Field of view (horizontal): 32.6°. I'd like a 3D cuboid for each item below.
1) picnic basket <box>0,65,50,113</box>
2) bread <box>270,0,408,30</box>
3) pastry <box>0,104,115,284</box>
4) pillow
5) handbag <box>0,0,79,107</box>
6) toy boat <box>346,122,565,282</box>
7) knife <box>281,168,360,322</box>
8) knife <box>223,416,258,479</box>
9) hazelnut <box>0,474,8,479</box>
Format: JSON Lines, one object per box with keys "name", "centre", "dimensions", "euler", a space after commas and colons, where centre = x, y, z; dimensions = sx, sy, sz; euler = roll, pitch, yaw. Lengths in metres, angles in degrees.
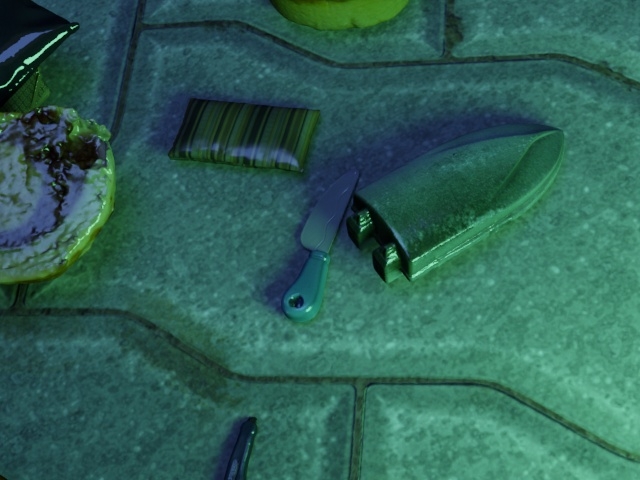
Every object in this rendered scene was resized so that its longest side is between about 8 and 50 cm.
{"name": "picnic basket", "centre": [-0.505, -0.218, 1.664], "dimensions": [0.115, 0.079, 0.164], "euler": [29, 71, 26]}
{"name": "bread", "centre": [0.027, -0.434, 1.626], "dimensions": [0.270, 0.148, 0.270], "euler": [-5, 61, 10]}
{"name": "pastry", "centre": [-0.402, -0.052, 1.513], "dimensions": [0.256, 0.170, 0.236], "euler": [-6, 82, -1]}
{"name": "pillow", "centre": [-0.108, -0.151, 1.568], "dimensions": [0.203, 0.038, 0.113], "euler": [8, 61, 15]}
{"name": "handbag", "centre": [-0.506, -0.275, 1.600], "dimensions": [0.211, 0.088, 0.254], "euler": [37, 78, 25]}
{"name": "toy boat", "centre": [0.191, -0.065, 1.432], "dimensions": [0.319, 0.092, 0.141], "euler": [-30, 59, -13]}
{"name": "knife", "centre": [-0.002, 0.000, 1.472], "dimensions": [0.058, 0.032, 0.244], "euler": [3, 58, 23]}
{"name": "knife", "centre": [-0.097, 0.272, 1.349], "dimensions": [0.031, 0.018, 0.121], "euler": [3, 62, 21]}
{"name": "hazelnut", "centre": [-0.441, 0.363, 1.289], "dimensions": [0.178, 0.178, 0.204], "euler": [13, 77, 18]}
